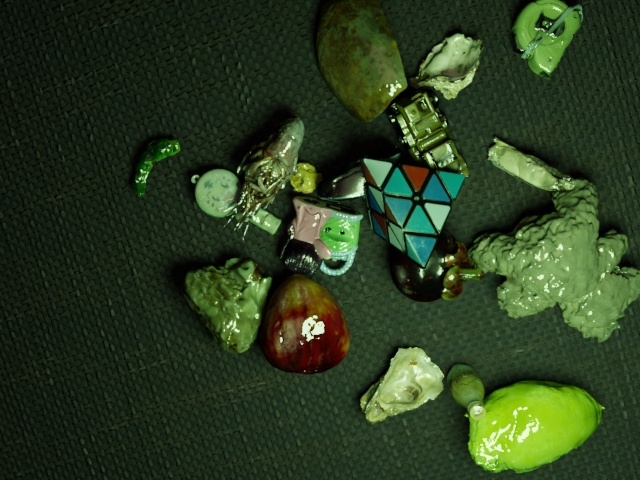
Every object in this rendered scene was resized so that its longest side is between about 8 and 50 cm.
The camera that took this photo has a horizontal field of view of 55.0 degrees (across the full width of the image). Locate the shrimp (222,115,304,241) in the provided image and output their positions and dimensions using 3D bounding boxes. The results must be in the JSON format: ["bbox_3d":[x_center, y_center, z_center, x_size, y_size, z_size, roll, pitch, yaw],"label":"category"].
[{"bbox_3d":[-0.138,-0.159,1.535,0.116,0.145,0.343,30,89,-34],"label":"shrimp"}]

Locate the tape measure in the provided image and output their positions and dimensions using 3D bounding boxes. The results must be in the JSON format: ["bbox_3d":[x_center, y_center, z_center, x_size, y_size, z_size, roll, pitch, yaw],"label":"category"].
[{"bbox_3d":[0.542,-0.507,1.486,0.154,0.087,0.177,31,95,2],"label":"tape measure"}]

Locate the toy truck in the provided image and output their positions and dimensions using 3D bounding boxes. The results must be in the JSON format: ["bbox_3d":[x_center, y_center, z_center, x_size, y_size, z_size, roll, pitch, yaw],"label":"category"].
[{"bbox_3d":[0.272,-0.239,1.502,0.127,0.127,0.257,-28,109,3],"label":"toy truck"}]

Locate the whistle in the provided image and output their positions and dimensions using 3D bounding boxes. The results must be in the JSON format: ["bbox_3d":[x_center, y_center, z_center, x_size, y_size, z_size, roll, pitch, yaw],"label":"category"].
[{"bbox_3d":[-0.222,-0.099,1.602,0.258,0.067,0.126,30,85,-4],"label":"whistle"}]

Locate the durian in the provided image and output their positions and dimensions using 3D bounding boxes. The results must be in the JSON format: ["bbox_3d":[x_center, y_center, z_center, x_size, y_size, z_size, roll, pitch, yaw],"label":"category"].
[{"bbox_3d":[0.530,0.454,1.528,0.340,0.256,0.204,-32,52,7],"label":"durian"}]

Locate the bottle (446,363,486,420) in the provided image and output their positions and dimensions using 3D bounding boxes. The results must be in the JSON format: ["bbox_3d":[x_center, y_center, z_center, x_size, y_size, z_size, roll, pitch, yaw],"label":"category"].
[{"bbox_3d":[0.360,0.371,1.499,0.083,0.270,0.083,1,95,6],"label":"bottle"}]

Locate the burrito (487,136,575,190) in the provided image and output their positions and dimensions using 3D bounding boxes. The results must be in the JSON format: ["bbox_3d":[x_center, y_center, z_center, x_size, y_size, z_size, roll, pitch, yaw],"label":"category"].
[{"bbox_3d":[0.511,-0.179,1.504,0.229,0.058,0.063,36,65,27],"label":"burrito"}]

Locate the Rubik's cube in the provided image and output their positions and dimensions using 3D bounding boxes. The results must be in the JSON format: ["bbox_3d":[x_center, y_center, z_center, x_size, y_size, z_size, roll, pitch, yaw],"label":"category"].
[{"bbox_3d":[0.204,-0.077,1.507,0.250,0.234,0.284,-31,85,-28],"label":"Rubik's cube"}]

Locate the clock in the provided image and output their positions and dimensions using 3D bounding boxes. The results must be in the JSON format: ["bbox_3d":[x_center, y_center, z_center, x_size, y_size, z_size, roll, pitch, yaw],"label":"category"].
[{"bbox_3d":[0.000,0.000,1.577,0.194,0.100,0.195,17,105,3],"label":"clock"}]

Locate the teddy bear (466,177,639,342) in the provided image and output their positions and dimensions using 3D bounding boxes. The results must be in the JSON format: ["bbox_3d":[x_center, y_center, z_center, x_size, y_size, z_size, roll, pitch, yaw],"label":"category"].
[{"bbox_3d":[0.602,0.083,1.510,0.357,0.224,0.367,-35,107,6],"label":"teddy bear"}]

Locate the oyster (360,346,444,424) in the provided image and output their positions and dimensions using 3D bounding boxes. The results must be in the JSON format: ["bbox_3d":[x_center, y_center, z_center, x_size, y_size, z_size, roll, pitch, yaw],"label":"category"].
[{"bbox_3d":[0.202,0.386,1.611,0.233,0.107,0.161,-40,86,-11],"label":"oyster"}]

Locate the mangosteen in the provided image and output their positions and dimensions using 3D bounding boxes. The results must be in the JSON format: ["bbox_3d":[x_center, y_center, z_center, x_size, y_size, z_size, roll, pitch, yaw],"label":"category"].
[{"bbox_3d":[0.284,0.066,1.509,0.231,0.194,0.194,23,98,30],"label":"mangosteen"}]

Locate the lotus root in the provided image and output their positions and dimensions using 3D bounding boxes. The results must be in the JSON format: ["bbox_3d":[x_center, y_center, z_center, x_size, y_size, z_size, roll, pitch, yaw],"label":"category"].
[{"bbox_3d":[0.093,-0.457,1.501,0.210,0.142,0.314,-29,92,8],"label":"lotus root"}]

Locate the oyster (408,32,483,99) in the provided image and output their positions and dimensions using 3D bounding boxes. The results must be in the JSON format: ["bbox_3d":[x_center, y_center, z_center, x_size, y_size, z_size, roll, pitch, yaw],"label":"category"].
[{"bbox_3d":[0.312,-0.428,1.528,0.191,0.081,0.163,-5,71,20],"label":"oyster"}]

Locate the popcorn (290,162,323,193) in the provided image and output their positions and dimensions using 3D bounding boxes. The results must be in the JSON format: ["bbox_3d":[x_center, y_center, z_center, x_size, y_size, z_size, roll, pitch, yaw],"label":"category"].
[{"bbox_3d":[-0.044,-0.152,1.589,0.084,0.084,0.084,0,96,4],"label":"popcorn"}]

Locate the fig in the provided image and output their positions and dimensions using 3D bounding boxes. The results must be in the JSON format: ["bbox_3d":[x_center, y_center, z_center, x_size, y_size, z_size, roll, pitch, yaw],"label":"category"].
[{"bbox_3d":[-0.044,0.223,1.544,0.224,0.224,0.263,-10,108,6],"label":"fig"}]

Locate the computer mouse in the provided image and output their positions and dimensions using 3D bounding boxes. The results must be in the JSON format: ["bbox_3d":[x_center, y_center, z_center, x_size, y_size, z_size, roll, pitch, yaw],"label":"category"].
[{"bbox_3d":[0.105,-0.154,1.535,0.233,0.137,0.096,-28,92,12],"label":"computer mouse"}]

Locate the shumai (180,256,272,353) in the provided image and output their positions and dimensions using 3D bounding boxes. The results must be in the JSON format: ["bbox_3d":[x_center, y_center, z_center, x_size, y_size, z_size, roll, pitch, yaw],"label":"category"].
[{"bbox_3d":[-0.226,0.151,1.592,0.218,0.189,0.256,-41,76,-10],"label":"shumai"}]

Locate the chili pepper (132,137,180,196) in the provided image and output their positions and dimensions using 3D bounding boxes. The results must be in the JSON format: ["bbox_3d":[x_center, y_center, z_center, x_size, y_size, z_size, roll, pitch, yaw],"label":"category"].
[{"bbox_3d":[-0.444,-0.203,1.614,0.073,0.050,0.182,39,100,-7],"label":"chili pepper"}]
